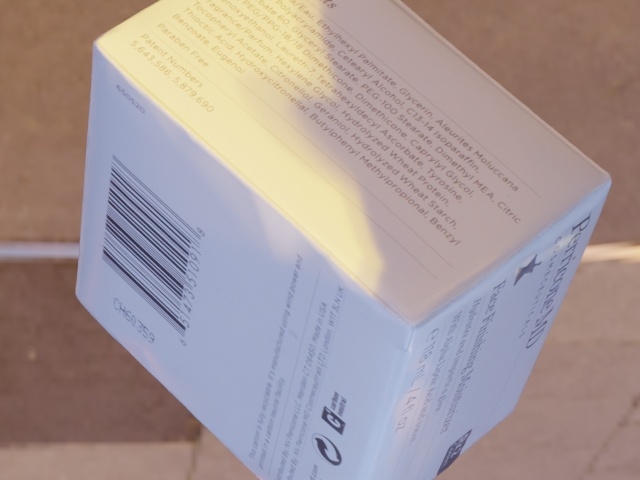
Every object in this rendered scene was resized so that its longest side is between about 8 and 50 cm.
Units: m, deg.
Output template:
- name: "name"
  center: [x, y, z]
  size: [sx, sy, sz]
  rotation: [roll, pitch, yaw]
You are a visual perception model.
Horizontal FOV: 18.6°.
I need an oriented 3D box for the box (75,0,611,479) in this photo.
- name: "box"
  center: [0.000, 0.000, 0.820]
  size: [0.119, 0.182, 0.181]
  rotation: [-36, 157, -30]
